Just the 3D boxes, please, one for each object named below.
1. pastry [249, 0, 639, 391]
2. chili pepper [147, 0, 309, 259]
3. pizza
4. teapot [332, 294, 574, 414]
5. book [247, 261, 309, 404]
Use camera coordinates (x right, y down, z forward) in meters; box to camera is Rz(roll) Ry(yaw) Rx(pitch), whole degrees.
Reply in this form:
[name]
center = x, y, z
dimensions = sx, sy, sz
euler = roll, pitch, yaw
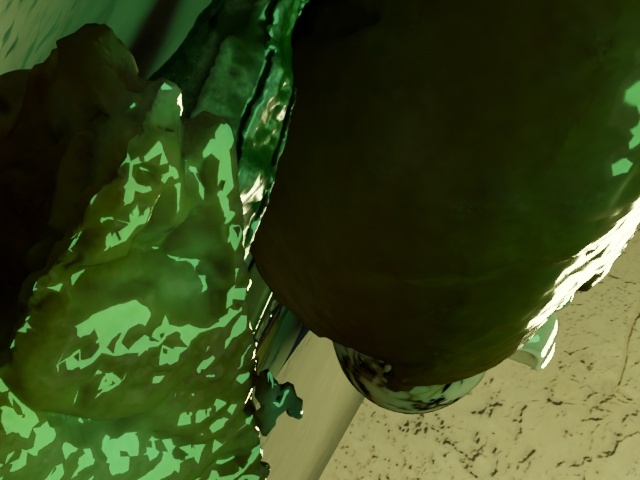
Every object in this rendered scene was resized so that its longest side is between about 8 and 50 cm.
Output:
[pastry]
center = 0.093, -0.102, 0.759
dimensions = 0.356, 0.163, 0.356
euler = -55, 173, -10
[chili pepper]
center = -0.057, 0.022, 0.495
dimensions = 0.227, 0.059, 0.088
euler = -63, 170, -8
[pizza]
center = -0.069, 0.040, 0.385
dimensions = 0.154, 0.069, 0.194
euler = -8, 125, -41
[teapot]
center = 0.096, 0.013, 1.179
dimensions = 0.300, 0.165, 0.208
euler = 56, 49, -72
[book]
center = 0.000, 0.000, 1.098
dimensions = 0.228, 0.018, 0.322
euler = -65, 174, 28
